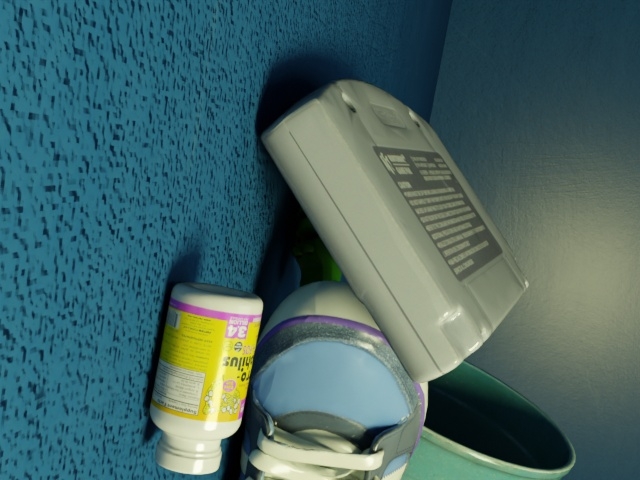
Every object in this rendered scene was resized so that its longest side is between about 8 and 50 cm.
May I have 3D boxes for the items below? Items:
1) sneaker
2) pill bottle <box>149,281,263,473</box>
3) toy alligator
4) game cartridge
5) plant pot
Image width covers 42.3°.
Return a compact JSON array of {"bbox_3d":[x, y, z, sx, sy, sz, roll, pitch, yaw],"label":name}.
[{"bbox_3d":[-0.012,0.213,0.555,0.236,0.130,0.322,-75,177,-47],"label":"sneaker"},{"bbox_3d":[-0.055,0.063,0.386,0.043,0.043,0.083,-3,104,-81],"label":"pill bottle"},{"bbox_3d":[0.000,0.000,0.641,0.051,0.056,0.189,38,54,-34],"label":"toy alligator"},{"bbox_3d":[0.064,-0.021,0.588,0.196,0.060,0.294,62,20,6],"label":"game cartridge"},{"bbox_3d":[0.083,0.265,0.868,0.271,0.272,0.255,-38,152,-77],"label":"plant pot"}]
